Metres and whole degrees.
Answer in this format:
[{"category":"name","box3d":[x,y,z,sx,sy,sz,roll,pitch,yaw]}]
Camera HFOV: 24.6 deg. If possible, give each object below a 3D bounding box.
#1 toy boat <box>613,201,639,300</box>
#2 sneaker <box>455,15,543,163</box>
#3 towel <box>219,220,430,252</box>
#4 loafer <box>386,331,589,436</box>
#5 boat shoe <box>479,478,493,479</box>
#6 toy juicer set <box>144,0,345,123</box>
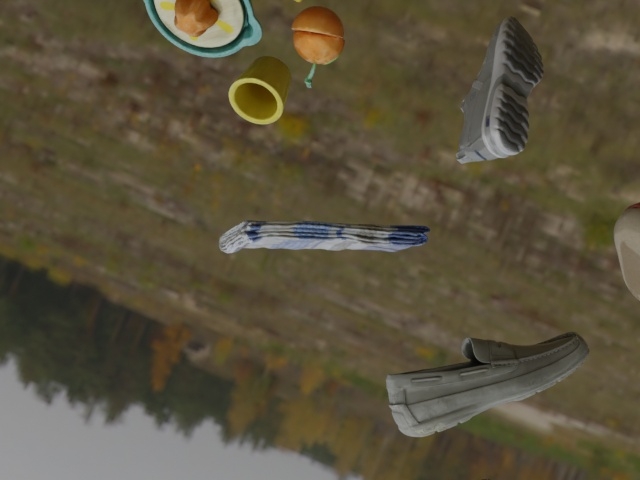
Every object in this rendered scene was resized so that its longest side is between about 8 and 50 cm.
[{"category":"toy boat","box3d":[0.501,0.016,1.890,0.231,0.151,0.151,25,140,54]},{"category":"sneaker","box3d":[0.261,-0.235,2.253,0.115,0.281,0.105,-21,127,38]},{"category":"towel","box3d":[0.000,0.000,2.196,0.285,0.034,0.209,2,174,-16]},{"category":"loafer","box3d":[0.251,0.193,2.195,0.319,0.111,0.112,-20,-179,-15]},{"category":"boat shoe","box3d":[0.184,0.367,1.845,0.063,0.170,0.059,8,-159,-22]},{"category":"toy juicer set","box3d":[-0.113,-0.285,1.662,0.329,0.089,0.209,44,134,-19]}]
